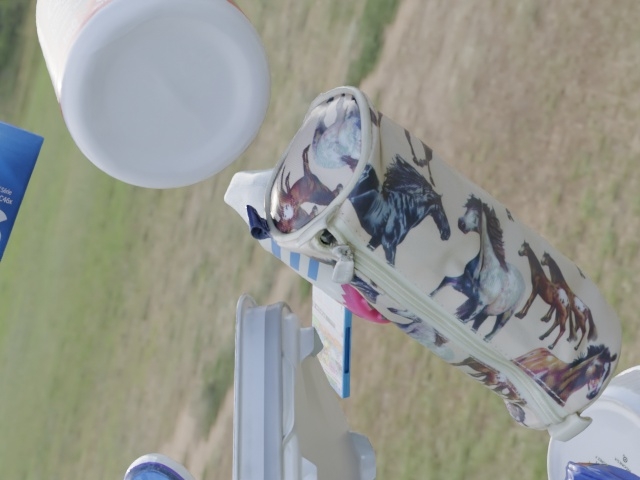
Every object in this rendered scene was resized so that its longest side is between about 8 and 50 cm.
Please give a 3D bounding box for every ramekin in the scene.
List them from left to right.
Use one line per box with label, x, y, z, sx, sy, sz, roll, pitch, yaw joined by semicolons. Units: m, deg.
ramekin;0.413;0.297;1.793;0.273;0.127;0.273;6;97;52

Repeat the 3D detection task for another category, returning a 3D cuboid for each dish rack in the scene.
dish rack;-0.004;0.236;1.371;0.333;0.072;0.286;66;-163;-46

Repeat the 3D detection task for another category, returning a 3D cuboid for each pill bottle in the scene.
pill bottle;-0.193;-0.218;1.481;0.363;0.210;0.210;-123;47;-58

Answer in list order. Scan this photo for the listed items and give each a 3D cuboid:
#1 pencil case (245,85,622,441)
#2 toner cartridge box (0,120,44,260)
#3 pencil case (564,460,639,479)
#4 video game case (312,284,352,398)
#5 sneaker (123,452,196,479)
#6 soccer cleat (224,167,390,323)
pencil case;0.125;0.035;1.346;0.160;0.410;0.184;-25;39;42
toner cartridge box;-0.490;-0.094;1.526;0.075;0.347;0.165;19;90;48
pencil case;0.284;0.389;1.463;0.119;0.133;0.306;16;91;54
video game case;0.017;0.139;2.093;0.119;0.015;0.166;-136;41;-55
sneaker;-0.217;0.476;1.908;0.236;0.130;0.323;-40;-65;-75
soccer cleat;0.000;0.000;1.870;0.143;0.331;0.116;10;65;41
